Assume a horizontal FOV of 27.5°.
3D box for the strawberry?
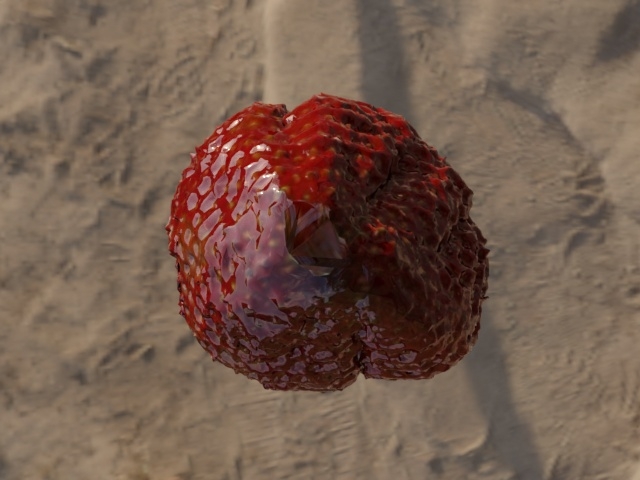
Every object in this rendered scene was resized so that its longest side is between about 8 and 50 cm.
[{"bbox_3d":[0.000,0.000,0.998,0.250,0.288,0.238,-11,89,7],"label":"strawberry"}]
